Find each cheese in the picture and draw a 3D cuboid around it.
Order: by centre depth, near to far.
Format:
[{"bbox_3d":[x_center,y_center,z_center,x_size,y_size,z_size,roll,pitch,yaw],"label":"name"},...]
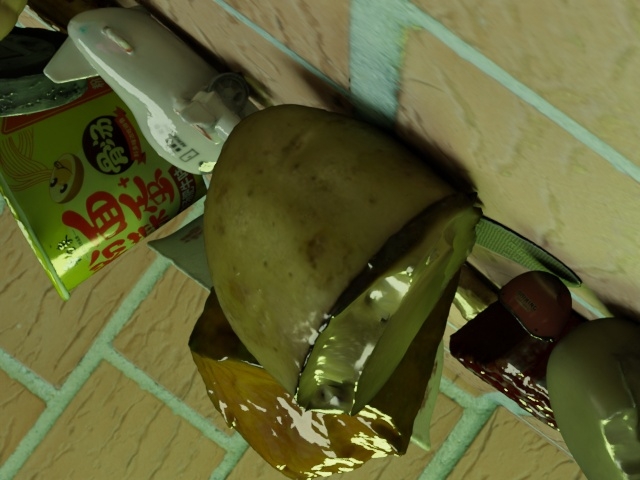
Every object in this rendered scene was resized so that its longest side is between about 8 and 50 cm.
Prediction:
[{"bbox_3d":[0.261,0.147,1.374,0.175,0.091,0.202,59,172,27],"label":"cheese"}]

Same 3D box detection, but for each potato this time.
[{"bbox_3d":[0.000,0.000,1.380,0.242,0.242,0.285,36,162,16],"label":"potato"}]

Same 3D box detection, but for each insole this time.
[{"bbox_3d":[0.148,-0.006,1.493,0.109,0.007,0.322,39,174,-27],"label":"insole"}]

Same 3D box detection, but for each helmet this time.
[{"bbox_3d":[0.192,0.052,1.390,0.065,0.049,0.084,47,-169,16],"label":"helmet"}]

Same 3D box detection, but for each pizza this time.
[{"bbox_3d":[-0.267,-0.255,1.811,0.246,0.058,0.127,35,175,-2],"label":"pizza"}]

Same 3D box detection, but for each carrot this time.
[{"bbox_3d":[0.001,0.084,1.608,0.241,0.340,0.241,19,178,1],"label":"carrot"}]

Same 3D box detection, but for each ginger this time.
[{"bbox_3d":[0.157,0.050,1.792,0.173,0.051,0.069,46,173,-30],"label":"ginger"}]

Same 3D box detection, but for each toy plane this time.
[{"bbox_3d":[-0.158,-0.153,1.662,0.252,0.118,0.252,35,178,1],"label":"toy plane"}]

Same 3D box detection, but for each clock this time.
[{"bbox_3d":[-0.360,-0.182,1.723,0.226,0.049,0.226,1,-159,-1],"label":"clock"}]

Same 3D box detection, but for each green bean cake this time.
[{"bbox_3d":[0.230,0.126,1.644,0.198,0.097,0.232,36,176,8],"label":"green bean cake"}]

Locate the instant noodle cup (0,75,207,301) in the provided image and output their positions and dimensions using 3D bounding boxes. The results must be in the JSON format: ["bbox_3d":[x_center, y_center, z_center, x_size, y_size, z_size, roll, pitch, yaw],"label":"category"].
[{"bbox_3d":[-0.288,-0.110,1.968,0.311,0.221,0.311,59,172,13],"label":"instant noodle cup"}]

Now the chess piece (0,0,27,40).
[{"bbox_3d":[-0.278,-0.170,1.168,0.137,0.301,0.137,34,177,2],"label":"chess piece"}]

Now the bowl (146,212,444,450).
[{"bbox_3d":[0.012,0.057,2.000,0.435,0.196,0.435,35,176,3],"label":"bowl"}]
